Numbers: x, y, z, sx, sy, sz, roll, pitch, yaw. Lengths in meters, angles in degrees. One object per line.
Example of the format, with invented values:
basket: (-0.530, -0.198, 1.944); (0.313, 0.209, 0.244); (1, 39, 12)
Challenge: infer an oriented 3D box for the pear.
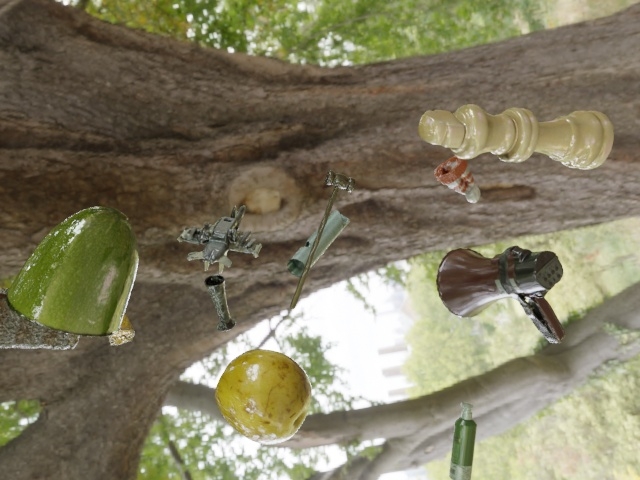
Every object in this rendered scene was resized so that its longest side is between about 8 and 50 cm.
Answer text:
pear: (-0.162, 0.447, 1.878); (0.281, 0.280, 0.281); (-11, -90, -85)

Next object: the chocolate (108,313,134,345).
chocolate: (-0.651, 0.221, 2.028); (0.219, 0.085, 0.086); (57, 171, 34)

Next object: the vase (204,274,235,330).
vase: (-0.289, 0.181, 1.868); (0.059, 0.059, 0.167); (-93, -5, -58)

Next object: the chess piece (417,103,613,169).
chess piece: (0.364, -0.198, 1.228); (0.117, 0.397, 0.117); (179, 90, -68)

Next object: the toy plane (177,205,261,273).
toy plane: (-0.218, -0.026, 1.509); (0.262, 0.192, 0.088); (-72, -10, -47)

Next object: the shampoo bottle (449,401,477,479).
shampoo bottle: (0.388, 0.543, 1.753); (0.065, 0.065, 0.205); (-15, -69, -85)

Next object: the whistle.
whistle: (0.000, 0.000, 1.886); (0.312, 0.062, 0.062); (-48, -47, -49)

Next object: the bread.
bread: (-0.883, 0.220, 1.846); (0.416, 0.113, 0.165); (11, -87, -46)

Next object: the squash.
squash: (-0.628, 0.055, 1.710); (0.310, 0.310, 0.309); (-67, 0, -82)

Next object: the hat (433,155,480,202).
hat: (0.456, -0.188, 2.092); (0.162, 0.112, 0.094); (40, -144, -26)

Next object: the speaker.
speaker: (0.469, 0.141, 1.641); (0.329, 0.198, 0.259); (-5, 94, 64)

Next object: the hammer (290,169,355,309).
hammer: (-0.006, 0.005, 1.298); (0.029, 0.058, 0.292); (-121, 51, -77)
